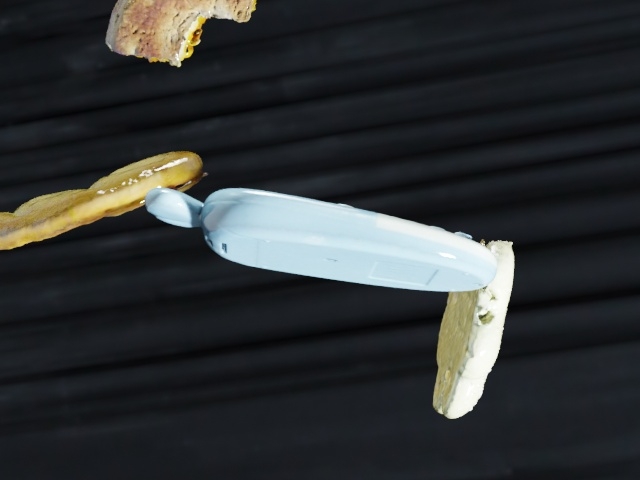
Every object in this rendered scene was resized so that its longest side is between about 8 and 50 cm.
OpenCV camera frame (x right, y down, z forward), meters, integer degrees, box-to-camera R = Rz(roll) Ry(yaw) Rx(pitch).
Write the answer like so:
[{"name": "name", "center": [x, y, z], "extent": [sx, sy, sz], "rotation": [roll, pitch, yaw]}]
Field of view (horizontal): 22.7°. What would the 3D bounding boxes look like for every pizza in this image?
[{"name": "pizza", "center": [-0.181, -0.345, 2.237], "extent": [0.161, 0.305, 0.085], "rotation": [59, 23, 1]}]

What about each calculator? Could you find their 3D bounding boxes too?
[{"name": "calculator", "center": [0.000, 0.000, 1.355], "extent": [0.188, 0.303, 0.042], "rotation": [102, -3, -80]}]

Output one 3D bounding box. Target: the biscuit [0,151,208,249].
[{"name": "biscuit", "center": [-0.279, -0.044, 1.873], "extent": [0.154, 0.299, 0.045], "rotation": [-86, 157, -78]}]

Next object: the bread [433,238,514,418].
[{"name": "bread", "center": [0.152, 0.090, 1.608], "extent": [0.251, 0.039, 0.181], "rotation": [129, -28, -85]}]
